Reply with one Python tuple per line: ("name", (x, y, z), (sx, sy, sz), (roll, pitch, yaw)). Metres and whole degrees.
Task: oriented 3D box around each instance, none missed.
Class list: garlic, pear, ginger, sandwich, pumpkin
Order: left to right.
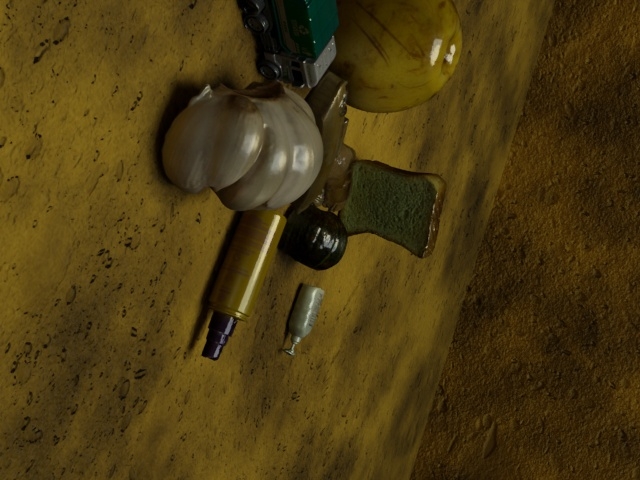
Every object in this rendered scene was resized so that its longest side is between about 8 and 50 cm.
("garlic", (-0.102, -0.125, 1.571), (0.203, 0.184, 0.281), (-60, 169, 27))
("pumpkin", (0.000, 0.000, 2.045), (0.119, 0.107, 0.183), (-68, 162, 4))
("ginger", (0.026, -0.136, 2.051), (0.095, 0.068, 0.190), (-54, 154, -37))
("pear", (0.110, -0.356, 1.805), (0.281, 0.280, 0.281), (-52, 152, -43))
("sandwich", (0.153, -0.071, 2.228), (0.065, 0.214, 0.186), (-21, 125, -63))

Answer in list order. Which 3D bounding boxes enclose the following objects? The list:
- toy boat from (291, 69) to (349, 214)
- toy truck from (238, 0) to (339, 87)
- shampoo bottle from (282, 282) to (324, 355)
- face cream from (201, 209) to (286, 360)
("toy boat", (-0.006, -0.171, 1.824), (0.121, 0.089, 0.321), (-48, 166, -35))
("toy truck", (-0.044, -0.350, 1.619), (0.114, 0.124, 0.253), (-58, 155, -27))
("shampoo bottle", (-0.038, 0.169, 2.182), (0.077, 0.045, 0.152), (32, 75, -71))
("face cream", (-0.140, 0.074, 1.784), (0.274, 0.078, 0.078), (-69, 160, -8))
